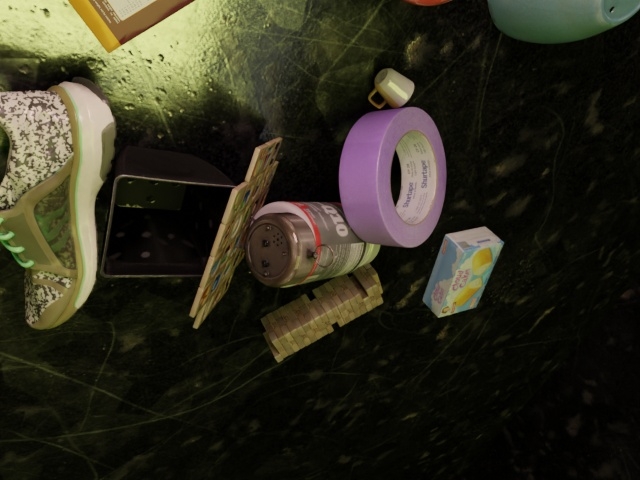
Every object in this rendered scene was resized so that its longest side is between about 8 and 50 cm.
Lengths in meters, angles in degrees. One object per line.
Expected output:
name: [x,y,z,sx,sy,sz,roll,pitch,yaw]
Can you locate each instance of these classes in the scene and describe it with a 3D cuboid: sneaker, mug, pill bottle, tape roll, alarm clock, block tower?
sneaker: [-0.439,-0.043,0.691,0.182,0.158,0.410,-9,123,-50]
mug: [0.135,-0.296,0.921,0.064,0.062,0.078,28,101,-35]
pill bottle: [0.000,0.000,0.975,0.283,0.161,0.161,-6,133,-54]
tape roll: [0.155,-0.125,0.955,0.275,0.090,0.275,-7,99,-50]
alarm clock: [-0.058,0.018,0.807,0.064,0.192,0.129,-7,101,-57]
block tower: [0.006,0.182,1.231,0.335,0.091,0.097,-30,135,-6]

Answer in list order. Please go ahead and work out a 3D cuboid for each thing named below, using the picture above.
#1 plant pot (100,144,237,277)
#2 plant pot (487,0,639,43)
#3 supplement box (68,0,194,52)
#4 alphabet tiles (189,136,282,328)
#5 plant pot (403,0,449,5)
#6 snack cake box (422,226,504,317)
plant pot: [-0.271,-0.061,0.800,0.188,0.167,0.187,2,125,-33]
plant pot: [0.491,-0.494,0.867,0.290,0.195,0.290,-17,134,-18]
supplement box: [-0.244,-0.379,0.569,0.194,0.129,0.191,-33,136,-2]
alphabet tiles: [-0.147,-0.018,0.849,0.011,0.285,0.342,23,110,0]
plant pot: [0.092,-0.446,0.617,0.272,0.265,0.272,-16,133,-18]
snack cake box: [0.421,0.097,1.408,0.152,0.089,0.264,-11,131,-24]
